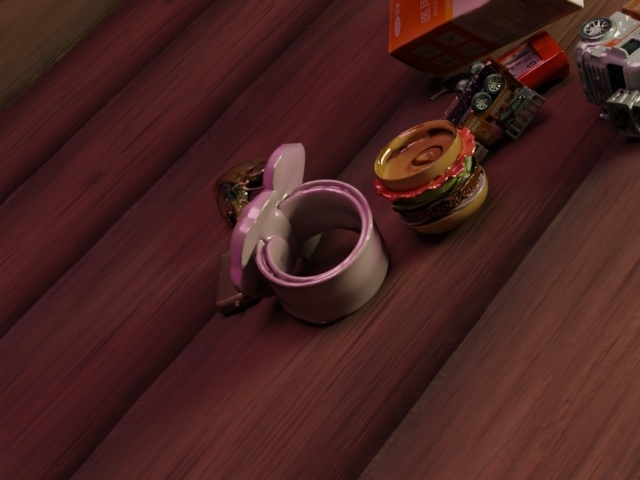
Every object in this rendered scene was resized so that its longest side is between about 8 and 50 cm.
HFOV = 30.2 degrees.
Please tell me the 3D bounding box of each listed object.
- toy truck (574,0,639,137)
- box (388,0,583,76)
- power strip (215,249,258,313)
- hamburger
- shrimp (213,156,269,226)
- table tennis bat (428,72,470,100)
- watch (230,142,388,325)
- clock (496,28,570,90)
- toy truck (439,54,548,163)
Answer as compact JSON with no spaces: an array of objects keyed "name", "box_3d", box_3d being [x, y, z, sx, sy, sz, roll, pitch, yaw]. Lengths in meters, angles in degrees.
[{"name":"toy truck","box_3d":[0.523,-0.292,1.744,0.338,0.133,0.184,-38,40,-13]},{"name":"box","box_3d":[0.270,-0.450,2.033,0.341,0.143,0.225,-22,61,49]},{"name":"power strip","box_3d":[-0.132,0.062,1.942,0.076,0.028,0.169,-24,30,15]},{"name":"hamburger","box_3d":[0.172,-0.086,1.765,0.175,0.137,0.175,-28,26,15]},{"name":"shrimp","box_3d":[-0.129,-0.093,2.139,0.143,0.052,0.251,-25,30,8]},{"name":"table tennis bat","box_3d":[0.229,-0.273,2.105,0.083,0.007,0.050,-33,31,-2]},{"name":"watch","box_3d":[0.000,0.000,1.791,0.217,0.211,0.248,13,59,28]},{"name":"clock","box_3d":[0.330,-0.271,1.962,0.155,0.061,0.113,-31,28,10]},{"name":"toy truck","box_3d":[0.254,-0.188,1.868,0.178,0.115,0.080,-53,29,12]}]
